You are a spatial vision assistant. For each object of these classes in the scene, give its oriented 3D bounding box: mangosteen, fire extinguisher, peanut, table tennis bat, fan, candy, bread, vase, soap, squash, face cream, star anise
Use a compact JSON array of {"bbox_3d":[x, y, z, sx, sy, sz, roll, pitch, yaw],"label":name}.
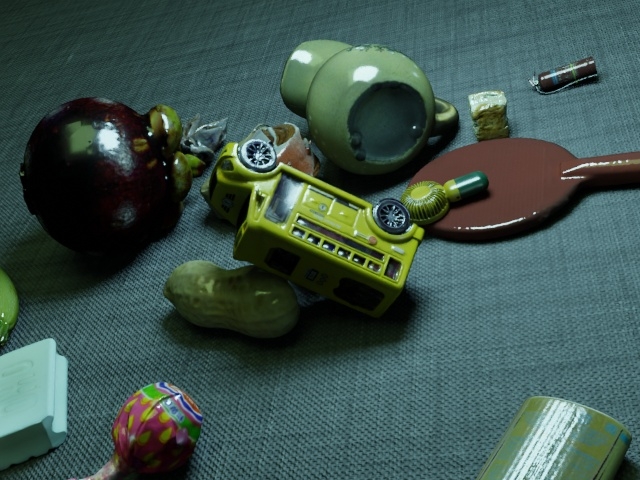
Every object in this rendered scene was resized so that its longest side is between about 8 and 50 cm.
[{"bbox_3d":[-0.386,-0.126,1.687,0.346,0.307,0.307,-11,33,-13],"label":"mangosteen"},{"bbox_3d":[0.477,-0.324,1.756,0.132,0.039,0.056,-17,73,17],"label":"fire extinguisher"},{"bbox_3d":[-0.142,0.085,1.435,0.274,0.111,0.125,9,39,34],"label":"peanut"},{"bbox_3d":[0.343,-0.101,1.515,0.414,0.051,0.268,-7,37,20],"label":"table tennis bat"},{"bbox_3d":[0.208,-0.080,1.496,0.155,0.039,0.082,-21,36,4],"label":"fan"},{"bbox_3d":[-0.308,0.342,1.194,0.365,0.124,0.124,-44,40,-15],"label":"candy"},{"bbox_3d":[0.319,-0.237,1.680,0.070,0.083,0.077,-9,36,9],"label":"bread"},{"bbox_3d":[0.113,-0.262,1.721,0.329,0.241,0.302,4,21,-22],"label":"vase"},{"bbox_3d":[-0.464,0.253,1.397,0.119,0.067,0.198,-22,35,-1],"label":"soap"},{"bbox_3d":[-0.612,0.103,1.656,0.094,0.094,0.341,-31,34,-16],"label":"squash"},{"bbox_3d":[-0.105,-0.127,1.695,0.211,0.142,0.224,-11,33,37],"label":"bread"},{"bbox_3d":[0.232,0.301,0.999,0.139,0.067,0.285,11,44,38],"label":"face cream"},{"bbox_3d":[-0.285,-0.195,1.909,0.230,0.081,0.262,-30,25,-16],"label":"star anise"}]

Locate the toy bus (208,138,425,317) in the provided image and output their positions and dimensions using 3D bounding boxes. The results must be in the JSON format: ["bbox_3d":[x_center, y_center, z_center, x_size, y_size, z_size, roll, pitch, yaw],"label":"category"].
[{"bbox_3d":[-0.022,-0.016,1.347,0.331,0.145,0.151,24,58,-5],"label":"toy bus"}]
